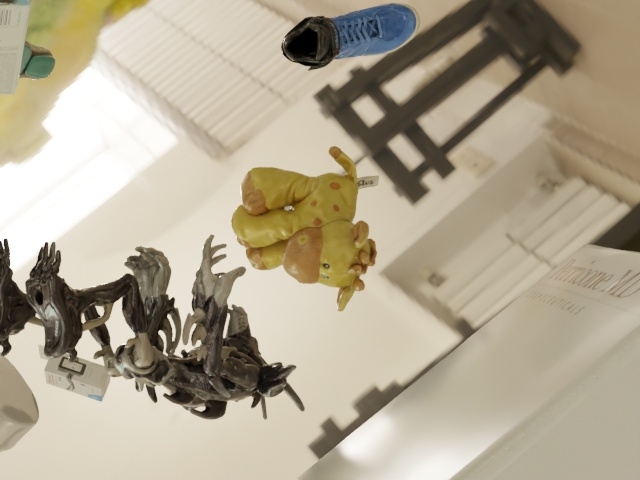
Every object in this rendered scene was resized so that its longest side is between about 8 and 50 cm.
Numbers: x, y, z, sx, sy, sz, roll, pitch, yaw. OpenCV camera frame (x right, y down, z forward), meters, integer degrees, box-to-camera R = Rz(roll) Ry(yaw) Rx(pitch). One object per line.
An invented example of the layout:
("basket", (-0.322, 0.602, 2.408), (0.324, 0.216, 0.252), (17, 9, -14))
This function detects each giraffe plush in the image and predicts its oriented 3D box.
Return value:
("giraffe plush", (0.000, 0.000, 1.561), (0.170, 0.210, 0.181), (-110, -2, -46))

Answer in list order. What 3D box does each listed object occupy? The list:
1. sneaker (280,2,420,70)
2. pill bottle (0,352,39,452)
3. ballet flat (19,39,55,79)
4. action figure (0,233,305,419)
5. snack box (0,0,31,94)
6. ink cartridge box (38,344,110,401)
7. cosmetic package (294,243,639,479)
("sneaker", (0.030, -0.225, 1.315), (0.084, 0.152, 0.058), (-38, -60, -66))
("pill bottle", (-0.426, 0.228, 1.161), (0.169, 0.301, 0.169), (47, -175, -6))
("ballet flat", (-0.385, -0.230, 1.489), (0.052, 0.057, 0.168), (29, -177, 5))
("action figure", (-0.123, 0.064, 0.964), (0.276, 0.140, 0.164), (23, 158, -39))
("snack box", (-0.371, -0.159, 0.825), (0.187, 0.322, 0.060), (145, 122, -69))
("ink cartridge box", (-0.275, 0.146, 1.312), (0.083, 0.028, 0.048), (19, 153, -1))
("cosmetic package", (0.037, 0.205, 0.598), (0.161, 0.453, 0.230), (51, 179, -3))
